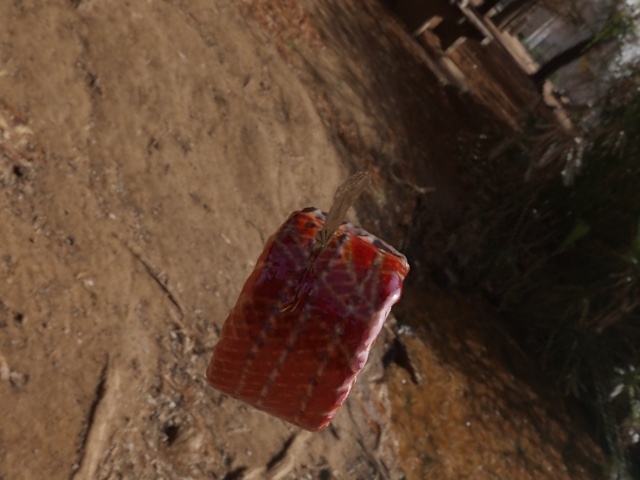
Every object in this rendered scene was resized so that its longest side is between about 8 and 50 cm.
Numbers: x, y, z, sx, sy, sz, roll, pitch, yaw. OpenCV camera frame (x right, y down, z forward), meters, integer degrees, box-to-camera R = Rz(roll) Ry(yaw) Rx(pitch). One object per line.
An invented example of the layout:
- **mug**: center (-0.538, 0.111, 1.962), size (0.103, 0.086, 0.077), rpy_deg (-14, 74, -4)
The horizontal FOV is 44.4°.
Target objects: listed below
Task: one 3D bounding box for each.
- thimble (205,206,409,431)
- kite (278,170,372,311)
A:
- **thimble**: center (-0.018, 0.130, 1.312), size (0.231, 0.350, 0.350), rpy_deg (28, 20, 1)
- **kite**: center (0.003, 0.002, 1.086), size (0.016, 0.229, 0.127), rpy_deg (32, -13, -11)
